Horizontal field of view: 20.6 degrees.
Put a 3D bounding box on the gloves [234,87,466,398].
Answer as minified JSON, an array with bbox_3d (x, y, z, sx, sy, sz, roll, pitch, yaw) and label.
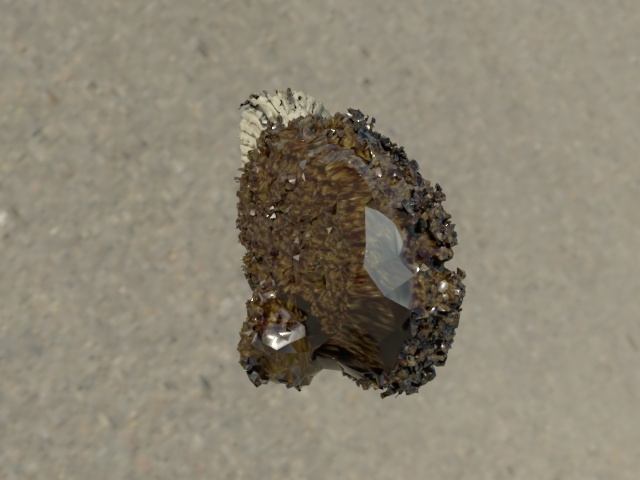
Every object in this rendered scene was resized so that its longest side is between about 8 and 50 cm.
[{"bbox_3d":[0.006,0.004,1.320,0.135,0.210,0.312,12,8,-21],"label":"gloves"}]
